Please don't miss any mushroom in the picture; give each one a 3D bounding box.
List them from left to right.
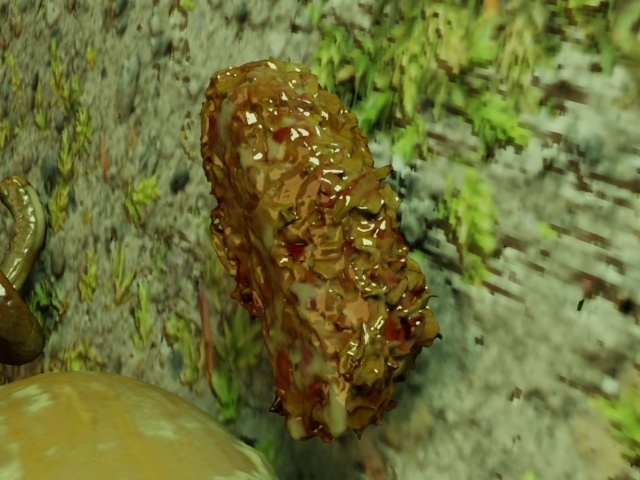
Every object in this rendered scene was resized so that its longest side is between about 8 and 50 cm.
[{"bbox_3d":[-0.223,0.021,0.725,0.088,0.073,0.129,119,150,-76],"label":"mushroom"}]

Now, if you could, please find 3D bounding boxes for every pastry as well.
[{"bbox_3d":[0.001,-0.001,0.439,0.087,0.063,0.169,-49,55,51],"label":"pastry"}]

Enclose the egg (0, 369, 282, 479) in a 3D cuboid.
[{"bbox_3d":[-0.096,0.158,0.437,0.203,0.203,0.245,-63,36,28],"label":"egg"}]
